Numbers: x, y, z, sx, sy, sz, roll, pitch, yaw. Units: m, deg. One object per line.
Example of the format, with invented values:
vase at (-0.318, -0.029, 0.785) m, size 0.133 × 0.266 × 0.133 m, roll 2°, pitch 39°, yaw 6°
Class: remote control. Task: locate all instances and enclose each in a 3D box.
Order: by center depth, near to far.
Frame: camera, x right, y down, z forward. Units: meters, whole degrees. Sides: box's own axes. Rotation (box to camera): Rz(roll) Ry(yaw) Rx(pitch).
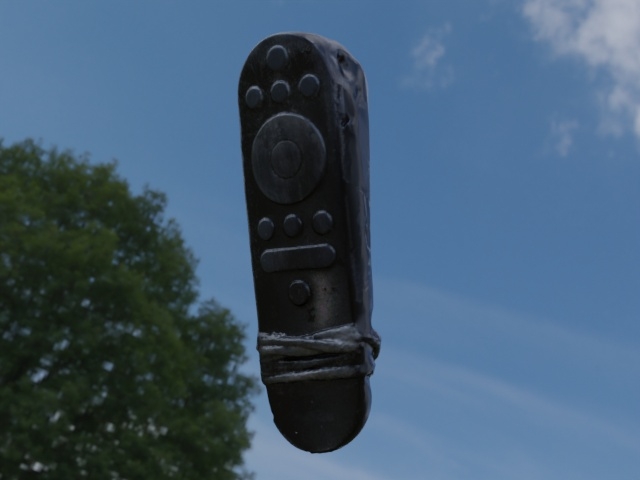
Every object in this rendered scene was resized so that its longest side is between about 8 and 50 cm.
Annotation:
remote control at (0.000, 0.000, 0.650) m, size 0.090 × 0.266 × 0.066 m, roll -6°, pitch -3°, yaw 40°
